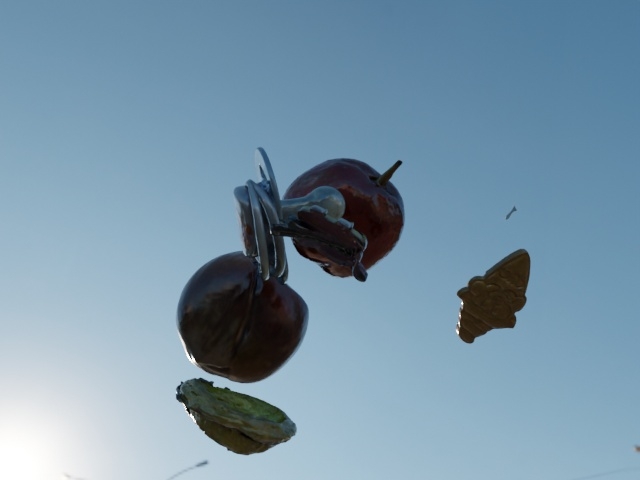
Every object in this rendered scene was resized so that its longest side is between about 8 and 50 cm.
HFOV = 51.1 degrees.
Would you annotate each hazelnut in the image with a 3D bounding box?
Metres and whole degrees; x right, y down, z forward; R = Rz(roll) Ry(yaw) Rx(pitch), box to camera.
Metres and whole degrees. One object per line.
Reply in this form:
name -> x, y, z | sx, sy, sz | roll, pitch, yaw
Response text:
hazelnut -> -0.213, 0.213, 1.803 | 0.372, 0.372, 0.315 | 13, -41, -22

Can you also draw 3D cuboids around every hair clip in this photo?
hair clip -> 0.003, -0.007, 1.180 | 0.187, 0.056, 0.146 | 19, -32, 13

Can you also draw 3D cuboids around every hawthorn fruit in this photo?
hawthorn fruit -> 0.075, -0.079, 1.597 | 0.287, 0.287, 0.330 | 29, -59, -35

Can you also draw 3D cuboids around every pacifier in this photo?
pacifier -> -0.055, -0.052, 1.392 | 0.233, 0.244, 0.300 | -15, -57, -15

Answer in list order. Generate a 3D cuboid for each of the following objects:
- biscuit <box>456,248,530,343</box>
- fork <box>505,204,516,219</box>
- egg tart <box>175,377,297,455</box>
biscuit -> 0.373, 0.124, 1.435 | 0.162, 0.035, 0.250 | 19, -68, -19
fork -> 0.486, -0.072, 1.704 | 0.012, 0.115, 0.016 | -31, -88, 31
egg tart -> -0.182, 0.369, 1.397 | 0.278, 0.095, 0.279 | 23, -5, 2
